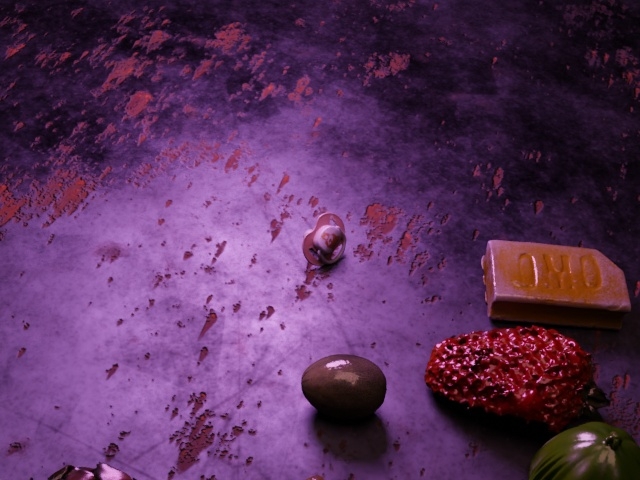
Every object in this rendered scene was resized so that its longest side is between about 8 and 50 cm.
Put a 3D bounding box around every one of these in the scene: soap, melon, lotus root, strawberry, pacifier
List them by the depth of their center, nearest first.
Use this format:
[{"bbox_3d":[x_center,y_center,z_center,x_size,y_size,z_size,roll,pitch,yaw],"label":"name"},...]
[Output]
[{"bbox_3d":[0.389,0.321,1.394,0.186,0.186,0.186,3,45,-3],"label":"lotus root"},{"bbox_3d":[0.036,0.220,1.506,0.130,0.098,0.098,3,45,3],"label":"melon"},{"bbox_3d":[0.305,0.194,1.528,0.286,0.106,0.188,8,24,8],"label":"strawberry"},{"bbox_3d":[0.399,0.075,1.709,0.232,0.073,0.140,5,49,-2],"label":"soap"},{"bbox_3d":[0.000,0.000,1.756,0.078,0.081,0.099,9,57,52],"label":"pacifier"}]

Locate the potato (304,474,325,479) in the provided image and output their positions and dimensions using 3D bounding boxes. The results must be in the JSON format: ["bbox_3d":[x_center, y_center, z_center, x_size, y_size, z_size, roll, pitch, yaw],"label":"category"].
[{"bbox_3d":[-0.011,0.368,1.389,0.046,0.045,0.092,29,39,-30],"label":"potato"}]

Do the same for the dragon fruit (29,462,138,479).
[{"bbox_3d":[-0.284,0.373,1.266,0.182,0.182,0.189,-22,92,-25],"label":"dragon fruit"}]
